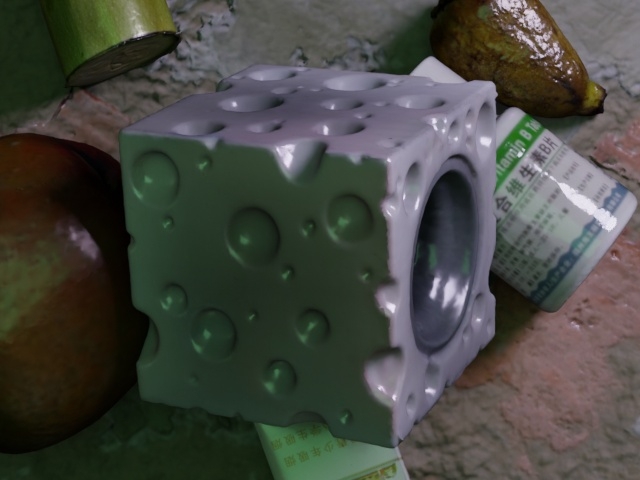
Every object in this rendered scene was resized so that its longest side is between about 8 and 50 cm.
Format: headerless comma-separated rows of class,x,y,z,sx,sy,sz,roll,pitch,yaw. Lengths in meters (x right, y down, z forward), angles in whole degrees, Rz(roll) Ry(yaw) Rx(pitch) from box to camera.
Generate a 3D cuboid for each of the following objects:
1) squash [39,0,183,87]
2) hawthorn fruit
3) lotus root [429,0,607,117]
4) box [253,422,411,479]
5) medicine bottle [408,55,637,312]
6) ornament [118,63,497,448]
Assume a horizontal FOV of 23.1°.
squash,-0.210,-0.248,1.468,0.123,0.123,0.186,-18,85,0
hawthorn fruit,-0.245,0.031,1.374,0.301,0.268,0.267,-36,84,-11
lotus root,0.189,-0.173,1.466,0.191,0.094,0.108,38,120,-1
box,0.030,0.247,1.453,0.122,0.032,0.220,-20,83,-1
medicine bottle,0.160,-0.055,1.430,0.237,0.139,0.139,39,86,5
ornament,0.000,0.000,1.307,0.240,0.239,0.239,8,112,25
